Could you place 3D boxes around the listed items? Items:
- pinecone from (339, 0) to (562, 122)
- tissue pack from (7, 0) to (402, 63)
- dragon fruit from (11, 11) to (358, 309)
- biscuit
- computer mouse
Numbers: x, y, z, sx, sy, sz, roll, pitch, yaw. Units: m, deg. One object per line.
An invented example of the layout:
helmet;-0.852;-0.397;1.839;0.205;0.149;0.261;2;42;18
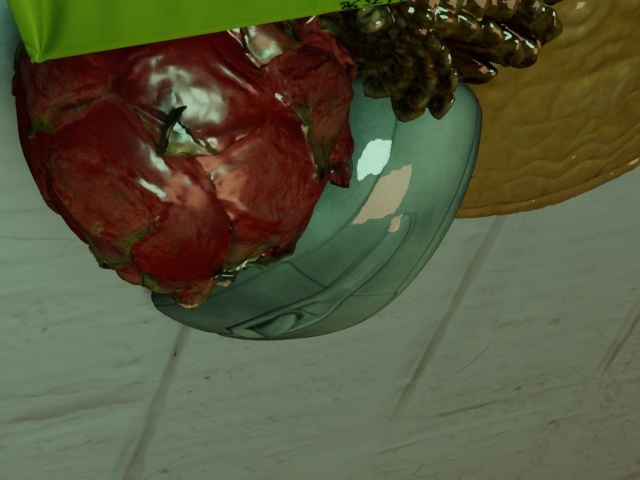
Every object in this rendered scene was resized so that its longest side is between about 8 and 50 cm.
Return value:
pinecone;0.102;-0.201;1.126;0.212;0.168;0.185;-24;131;-16
tissue pack;-0.050;-0.236;0.857;0.275;0.200;0.167;-10;152;0
dragon fruit;-0.089;-0.082;1.072;0.244;0.244;0.298;-16;127;-22
biscuit;0.247;-0.156;1.408;0.385;0.062;0.365;-23;146;-12
computer mouse;0.000;0.000;1.336;0.188;0.121;0.371;17;135;-34
